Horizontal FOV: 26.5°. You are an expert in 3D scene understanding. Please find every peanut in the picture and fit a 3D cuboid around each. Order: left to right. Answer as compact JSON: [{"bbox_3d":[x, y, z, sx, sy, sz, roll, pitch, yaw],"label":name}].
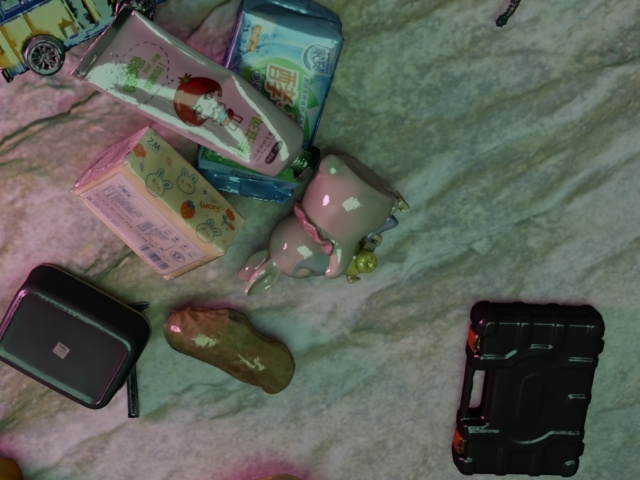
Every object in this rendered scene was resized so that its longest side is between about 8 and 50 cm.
[{"bbox_3d":[-0.130,0.158,2.001,0.214,0.099,0.099,33,107,-16],"label":"peanut"}]

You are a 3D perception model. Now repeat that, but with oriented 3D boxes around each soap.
[{"bbox_3d":[-0.071,-0.196,1.860,0.156,0.077,0.293,13,112,-10],"label":"soap"}]

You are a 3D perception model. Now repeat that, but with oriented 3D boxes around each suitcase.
[{"bbox_3d":[0.317,0.231,2.087,0.206,0.066,0.286,2,113,-7],"label":"suitcase"}]

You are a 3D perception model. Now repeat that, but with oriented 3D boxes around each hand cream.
[{"bbox_3d":[-0.149,-0.177,1.765,0.336,0.076,0.121,30,111,-22],"label":"hand cream"}]

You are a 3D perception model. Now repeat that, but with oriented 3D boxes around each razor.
[{"bbox_3d":[-0.285,0.183,2.029,0.066,0.033,0.190,-1,114,-4],"label":"razor"}]

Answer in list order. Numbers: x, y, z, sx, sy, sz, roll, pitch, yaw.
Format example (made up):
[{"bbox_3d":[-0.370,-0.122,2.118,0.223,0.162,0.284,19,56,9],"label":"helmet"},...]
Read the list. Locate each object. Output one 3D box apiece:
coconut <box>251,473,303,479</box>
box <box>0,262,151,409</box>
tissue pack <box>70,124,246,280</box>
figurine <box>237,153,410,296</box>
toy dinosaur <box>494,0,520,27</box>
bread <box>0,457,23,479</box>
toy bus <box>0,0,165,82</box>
[{"bbox_3d":[-0.082,0.481,2.089,0.236,0.197,0.237,2,110,5],"label":"coconut"},{"bbox_3d":[-0.360,0.141,1.953,0.201,0.090,0.144,31,107,-4],"label":"box"},{"bbox_3d":[-0.224,-0.051,1.876,0.196,0.092,0.148,44,140,-22],"label":"tissue pack"},{"bbox_3d":[0.000,0.000,1.929,0.155,0.127,0.235,25,112,-43],"label":"figurine"},{"bbox_3d":[0.276,-0.358,1.836,0.055,0.049,0.154,20,105,-16],"label":"toy dinosaur"},{"bbox_3d":[-0.578,0.441,2.020,0.315,0.211,0.270,-15,113,-2],"label":"bread"},{"bbox_3d":[-0.311,-0.342,1.743,0.287,0.138,0.175,-26,114,6],"label":"toy bus"}]
